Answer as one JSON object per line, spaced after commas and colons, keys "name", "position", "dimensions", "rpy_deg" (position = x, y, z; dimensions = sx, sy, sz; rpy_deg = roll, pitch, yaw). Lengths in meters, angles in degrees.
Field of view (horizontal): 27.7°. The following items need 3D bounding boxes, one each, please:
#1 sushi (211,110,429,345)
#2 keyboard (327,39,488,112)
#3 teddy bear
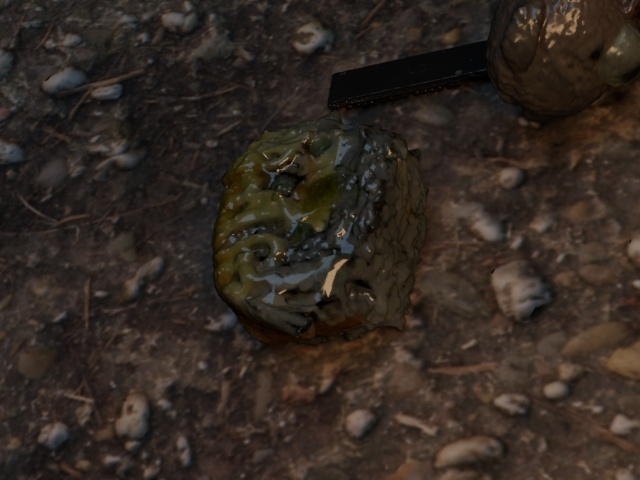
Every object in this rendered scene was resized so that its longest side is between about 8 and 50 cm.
{"name": "sushi", "position": [0.000, 0.000, 1.221], "dimensions": [0.184, 0.139, 0.274], "rpy_deg": [-6, 55, 25]}
{"name": "keyboard", "position": [0.101, -0.177, 1.394], "dimensions": [0.195, 0.018, 0.060], "rpy_deg": [-9, 44, 19]}
{"name": "teddy bear", "position": [0.258, -0.241, 1.225], "dimensions": [0.151, 0.236, 0.267], "rpy_deg": [20, 78, 25]}
